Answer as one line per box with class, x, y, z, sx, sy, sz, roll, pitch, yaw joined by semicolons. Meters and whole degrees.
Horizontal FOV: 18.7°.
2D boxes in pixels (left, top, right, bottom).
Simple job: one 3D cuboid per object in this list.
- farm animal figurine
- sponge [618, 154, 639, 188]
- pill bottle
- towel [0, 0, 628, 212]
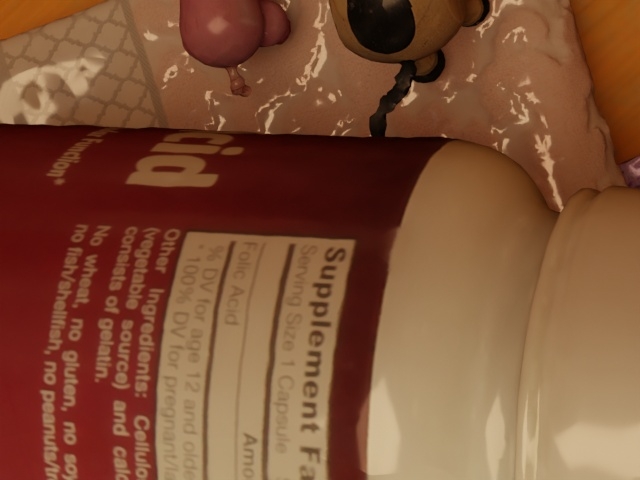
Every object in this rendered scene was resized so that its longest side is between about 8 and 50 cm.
farm animal figurine;-0.045;-0.247;0.894;0.330;0.172;0.327;26;95;18
sponge;0.126;0.035;0.995;0.210;0.031;0.117;-24;89;17
pill bottle;-0.020;0.063;0.851;0.392;0.224;0.224;3;98;19
towel;0.000;0.000;0.989;0.317;0.053;0.332;-18;84;18
